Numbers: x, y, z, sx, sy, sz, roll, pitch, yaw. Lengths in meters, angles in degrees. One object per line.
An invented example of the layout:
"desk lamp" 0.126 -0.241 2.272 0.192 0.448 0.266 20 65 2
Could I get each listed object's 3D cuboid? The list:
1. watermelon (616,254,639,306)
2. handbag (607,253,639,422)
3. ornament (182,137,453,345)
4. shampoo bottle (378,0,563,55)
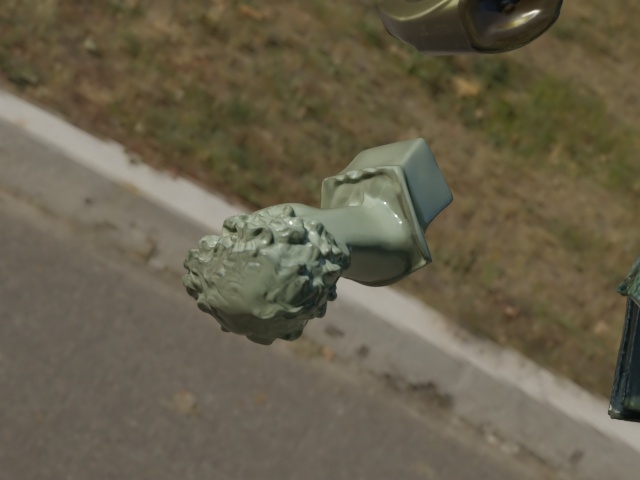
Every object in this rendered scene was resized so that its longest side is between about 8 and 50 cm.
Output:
"watermelon" 0.429 0.084 1.482 0.258 0.228 0.387 49 -7 -30
"handbag" 0.461 0.128 2.035 0.247 0.079 0.260 19 57 -5
"ornament" 0.014 0.001 1.592 0.285 0.130 0.120 -26 100 -37
"shampoo bottle" 0.142 -0.237 1.866 0.084 0.125 0.350 67 -11 -10
